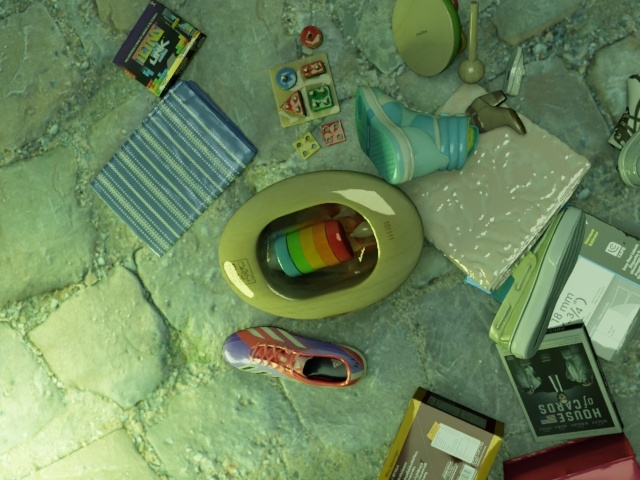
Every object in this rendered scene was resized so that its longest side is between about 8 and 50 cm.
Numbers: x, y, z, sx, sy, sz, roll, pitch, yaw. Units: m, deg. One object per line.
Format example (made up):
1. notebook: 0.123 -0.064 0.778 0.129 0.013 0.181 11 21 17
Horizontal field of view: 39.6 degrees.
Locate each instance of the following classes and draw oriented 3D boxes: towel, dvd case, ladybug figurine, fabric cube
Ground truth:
1. towel: -0.327 -0.162 1.973 0.243 0.040 0.336 45 101 6
2. dvd case: 0.467 0.283 1.738 0.179 0.029 0.238 -16 106 31
3. ladybug figurine: 0.000 0.000 1.807 0.450 0.162 0.305 -13 107 21
4. fabric cube: 0.503 0.534 1.681 0.259 0.254 0.258 -21 87 13
5. towel: 0.318 -0.116 1.773 0.332 0.053 0.317 43 100 27

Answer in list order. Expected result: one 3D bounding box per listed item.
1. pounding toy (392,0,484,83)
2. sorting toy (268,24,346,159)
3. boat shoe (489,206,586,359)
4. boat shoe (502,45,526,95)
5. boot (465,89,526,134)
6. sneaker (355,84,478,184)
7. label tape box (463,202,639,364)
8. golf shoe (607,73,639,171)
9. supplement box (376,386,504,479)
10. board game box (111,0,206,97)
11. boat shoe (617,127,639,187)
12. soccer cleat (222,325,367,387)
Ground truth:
1. pounding toy: 0.260 -0.425 1.786 0.237 0.110 0.182 33 134 45
2. sorting toy: -0.036 -0.313 1.893 0.132 0.046 0.274 -14 88 13
3. boat shoe: 0.403 0.072 1.664 0.094 0.109 0.302 25 96 30
4. boat shoe: 0.399 -0.343 1.804 0.035 0.035 0.100 12 90 -15
5. boot: 0.339 -0.234 1.737 0.087 0.042 0.118 -35 66 24
6. sneaker: 0.193 -0.221 1.771 0.208 0.319 0.127 -8 128 -12
7. label tape box: 0.481 0.060 1.753 0.334 0.106 0.240 28 96 11
8. golf shoe: 0.606 -0.224 1.735 0.094 0.077 0.198 -9 88 13
9. supplement box: 0.245 0.430 1.801 0.194 0.129 0.191 23 96 11
10. board game box: -0.356 -0.423 1.963 0.141 0.048 0.170 36 98 9
11. boat shoe: 0.707 -0.193 1.656 0.321 0.103 0.118 -23 99 -6
12. soccer cleat: -0.064 0.249 1.873 0.319 0.116 0.108 9 93 12
